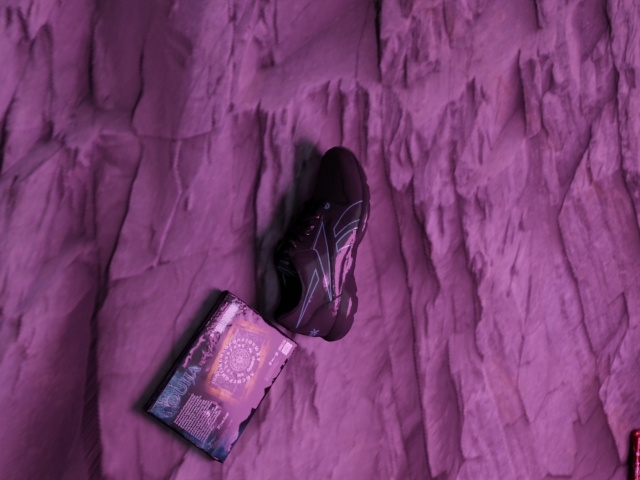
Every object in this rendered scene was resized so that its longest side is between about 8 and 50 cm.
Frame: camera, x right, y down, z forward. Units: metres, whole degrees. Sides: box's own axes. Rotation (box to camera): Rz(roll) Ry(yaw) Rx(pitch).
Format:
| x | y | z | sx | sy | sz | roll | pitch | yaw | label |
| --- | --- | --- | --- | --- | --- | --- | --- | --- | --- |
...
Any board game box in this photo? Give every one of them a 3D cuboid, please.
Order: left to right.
| x | y | z | sx | sy | sz | roll | pitch | yaw | label |
| --- | --- | --- | --- | --- | --- | --- | --- | --- | --- |
| -0.126 | 0.175 | 1.126 | 0.126 | 0.026 | 0.186 | 41 | 69 | -20 | board game box |

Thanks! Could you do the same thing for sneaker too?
| x | y | z | sx | sy | sz | roll | pitch | yaw | label |
| --- | --- | --- | --- | --- | --- | --- | --- | --- | --- |
| 0.000 | 0.000 | 1.167 | 0.106 | 0.101 | 0.267 | 9 | 82 | -26 | sneaker |

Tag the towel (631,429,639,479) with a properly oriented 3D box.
| x | y | z | sx | sy | sz | roll | pitch | yaw | label |
| --- | --- | --- | --- | --- | --- | --- | --- | --- | --- |
| 0.599 | 0.470 | 1.501 | 0.199 | 0.031 | 0.274 | 11 | 83 | -30 | towel |
